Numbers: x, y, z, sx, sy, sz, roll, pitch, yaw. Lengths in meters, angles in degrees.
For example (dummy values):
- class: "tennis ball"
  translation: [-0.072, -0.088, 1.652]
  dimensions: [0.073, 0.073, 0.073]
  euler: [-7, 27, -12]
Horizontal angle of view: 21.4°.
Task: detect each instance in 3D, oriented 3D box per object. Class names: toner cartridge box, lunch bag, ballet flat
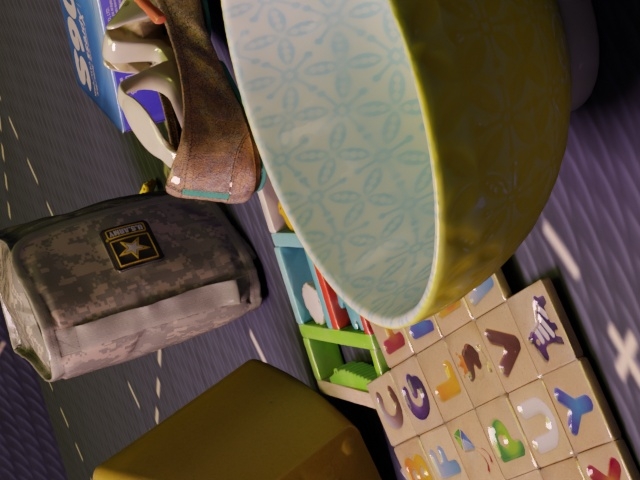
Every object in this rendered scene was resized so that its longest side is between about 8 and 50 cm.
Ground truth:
- class: "toner cartridge box"
  translation: [-0.230, -0.303, 1.779]
  dimensions: [0.165, 0.075, 0.348]
  euler: [42, 146, 54]
- class: "lunch bag"
  translation: [-0.211, 0.044, 1.804]
  dimensions: [0.287, 0.235, 0.169]
  euler: [-162, 58, -68]
- class: "ballet flat"
  translation: [-0.139, -0.161, 1.547]
  dimensions: [0.107, 0.106, 0.316]
  euler: [101, 154, -47]

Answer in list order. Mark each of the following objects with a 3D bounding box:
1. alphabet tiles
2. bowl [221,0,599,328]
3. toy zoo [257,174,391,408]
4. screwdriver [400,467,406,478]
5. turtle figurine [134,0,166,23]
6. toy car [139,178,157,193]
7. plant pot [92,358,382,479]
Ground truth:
- class: "alphabet tiles"
  translation: [0.126, 0.148, 1.239]
  dimensions: [0.285, 0.011, 0.342]
  euler: [67, 157, 8]
- class: "bowl"
  translation: [0.065, -0.110, 0.979]
  dimensions: [0.289, 0.156, 0.289]
  euler: [161, 90, -72]
- class: "toy zoo"
  translation: [0.000, 0.000, 1.477]
  dimensions: [0.192, 0.030, 0.293]
  euler: [3, 111, 71]
- class: "screwdriver"
  translation: [0.098, 0.238, 1.436]
  dimensions: [0.170, 0.025, 0.024]
  euler: [42, 146, 55]
- class: "turtle figurine"
  translation: [-0.127, -0.328, 1.390]
  dimensions: [0.217, 0.087, 0.269]
  euler: [115, 148, -50]
- class: "toy car"
  translation: [-0.190, -0.015, 2.038]
  dimensions: [0.040, 0.060, 0.122]
  euler: [-49, -27, -60]
- class: "plant pot"
  translation: [-0.045, 0.256, 1.569]
  dimensions: [0.187, 0.212, 0.212]
  euler: [1, 120, 56]
